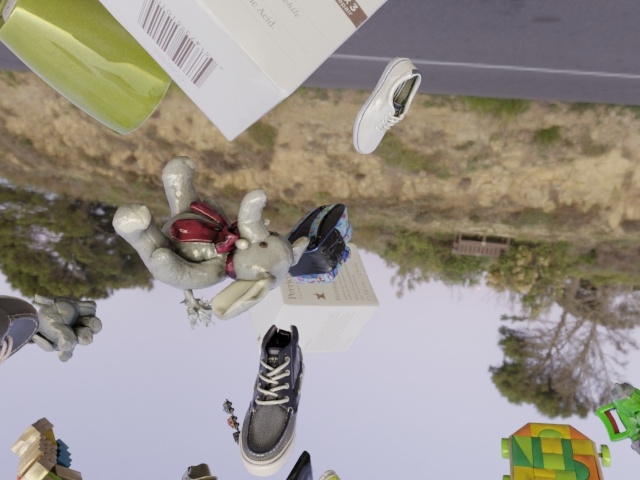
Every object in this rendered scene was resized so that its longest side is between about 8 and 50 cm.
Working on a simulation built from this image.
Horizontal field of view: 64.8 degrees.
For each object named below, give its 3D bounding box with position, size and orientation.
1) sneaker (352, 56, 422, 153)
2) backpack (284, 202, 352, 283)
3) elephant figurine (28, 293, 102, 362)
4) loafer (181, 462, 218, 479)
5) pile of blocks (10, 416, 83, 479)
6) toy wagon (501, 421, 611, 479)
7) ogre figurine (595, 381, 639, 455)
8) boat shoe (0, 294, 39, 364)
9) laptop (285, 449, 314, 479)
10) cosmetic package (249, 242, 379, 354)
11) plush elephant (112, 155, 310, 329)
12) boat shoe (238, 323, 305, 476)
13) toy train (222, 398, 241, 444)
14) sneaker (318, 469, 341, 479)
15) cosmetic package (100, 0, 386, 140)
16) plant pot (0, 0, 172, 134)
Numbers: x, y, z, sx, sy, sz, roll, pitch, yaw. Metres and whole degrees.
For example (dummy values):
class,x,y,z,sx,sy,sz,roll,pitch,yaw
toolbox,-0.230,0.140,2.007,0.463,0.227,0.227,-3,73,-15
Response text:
class,x,y,z,sx,sy,sz,roll,pitch,yaw
sneaker,0.160,-0.319,1.244,0.094,0.258,0.091,4,-143,-31
backpack,0.000,0.000,1.136,0.158,0.117,0.173,-10,-145,44
elephant figurine,-0.742,0.251,1.404,0.239,0.186,0.169,-21,174,31
loafer,-0.396,0.764,1.624,0.094,0.088,0.251,16,152,-28
pile of blocks,-0.740,0.633,1.344,0.149,0.113,0.362,46,173,-37
toy wagon,0.602,0.615,1.278,0.267,0.068,0.344,-4,-152,20
ogre figurine,0.442,0.257,0.671,0.197,0.097,0.118,21,-151,-38
boat shoe,-0.431,0.133,0.554,0.095,0.112,0.335,30,-175,13
laptop,-0.117,0.347,0.472,0.136,0.234,0.264,14,-140,26
cosmetic package,-0.047,0.223,1.976,0.393,0.327,0.330,4,-134,-26
plush elephant,-0.167,0.010,0.927,0.255,0.330,0.272,-10,-159,14
boat shoe,-0.108,0.326,1.106,0.127,0.158,0.341,-2,-155,6
toy train,-0.301,0.621,1.728,0.036,0.158,0.027,-25,159,-2
sneaker,0.003,0.793,1.489,0.094,0.209,0.081,20,160,44
cosmetic package,-0.023,-0.318,0.544,0.217,0.385,0.156,46,156,-18
plant pot,-0.506,-0.416,1.071,0.274,0.275,0.293,13,171,43
